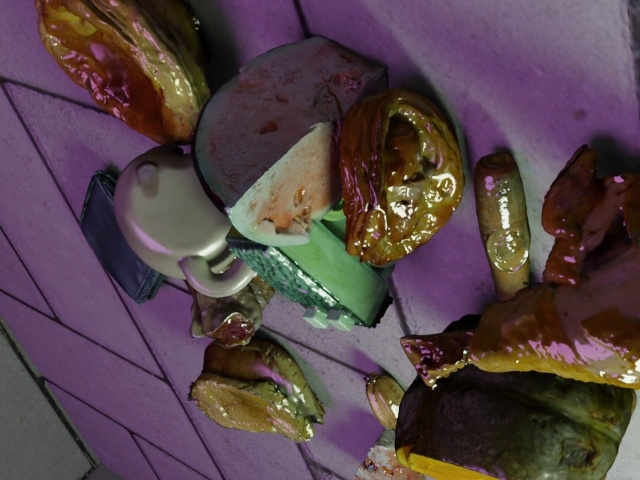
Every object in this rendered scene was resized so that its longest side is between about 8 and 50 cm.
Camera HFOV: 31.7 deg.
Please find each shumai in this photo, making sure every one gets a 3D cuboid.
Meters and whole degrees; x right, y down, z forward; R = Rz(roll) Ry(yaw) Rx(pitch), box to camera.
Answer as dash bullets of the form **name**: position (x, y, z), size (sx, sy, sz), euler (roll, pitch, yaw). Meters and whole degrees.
- **shumai**: position (-0.190, 0.104, 2.052), size (0.184, 0.185, 0.218), euler (37, 156, -18)

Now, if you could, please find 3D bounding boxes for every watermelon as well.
- **watermelon**: position (0.139, 0.452, 2.244), size (0.154, 0.094, 0.241), euler (25, 145, 21)
- **watermelon**: position (-0.048, -0.116, 1.433), size (0.224, 0.305, 0.180), euler (49, 150, -10)

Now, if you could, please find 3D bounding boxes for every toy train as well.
- **toy train**: position (0.000, 0.000, 1.633), size (0.271, 0.188, 0.159), euler (41, 158, -32)

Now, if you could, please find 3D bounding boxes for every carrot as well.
- **carrot**: position (0.248, 0.022, 1.485), size (0.070, 0.070, 0.342), euler (25, 149, 34)

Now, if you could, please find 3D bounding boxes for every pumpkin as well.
- **pumpkin**: position (0.262, 0.242, 1.566), size (0.256, 0.225, 0.303), euler (36, 155, -31)

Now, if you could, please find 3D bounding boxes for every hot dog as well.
- **hot dog**: position (0.099, -0.072, 1.443), size (0.114, 0.175, 0.259), euler (49, 159, 34)

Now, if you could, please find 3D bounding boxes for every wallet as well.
- **wallet**: position (-0.407, -0.005, 2.362), size (0.237, 0.075, 0.342), euler (49, 156, 4)

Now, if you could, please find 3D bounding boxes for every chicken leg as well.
- **chicken leg**: position (0.282, 0.049, 1.267), size (0.409, 0.182, 0.295), euler (-15, 90, 16)

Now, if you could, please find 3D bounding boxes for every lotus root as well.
- **lotus root**: position (0.128, 0.297, 2.044), size (0.072, 0.063, 0.152), euler (-15, 113, 30)

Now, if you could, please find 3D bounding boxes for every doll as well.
- **doll**: position (-0.210, -0.051, 1.797), size (0.370, 0.215, 0.226), euler (-129, 23, -76)

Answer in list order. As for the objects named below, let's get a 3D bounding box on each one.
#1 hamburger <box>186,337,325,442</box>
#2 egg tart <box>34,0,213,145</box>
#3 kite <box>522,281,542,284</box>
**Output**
- **hamburger**: position (-0.142, 0.294, 2.324), size (0.308, 0.132, 0.211), euler (8, 135, 30)
- **egg tart**: position (-0.279, -0.294, 1.682), size (0.352, 0.150, 0.352), euler (36, 158, 17)
- **kite**: position (0.338, 0.091, 1.394), size (0.160, 0.183, 0.010), euler (-1, 122, -2)
